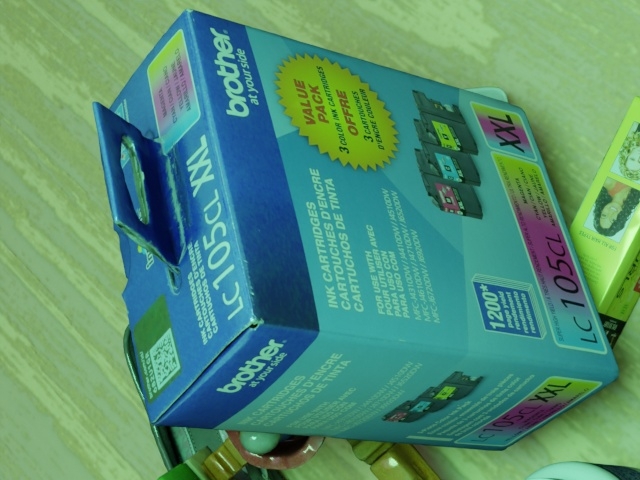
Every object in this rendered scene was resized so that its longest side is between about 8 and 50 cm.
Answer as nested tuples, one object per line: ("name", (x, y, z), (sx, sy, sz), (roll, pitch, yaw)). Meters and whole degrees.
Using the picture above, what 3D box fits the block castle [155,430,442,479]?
("block castle", (-0.078, 0.331, 1.134), (0.453, 0.213, 0.303), (-43, 83, 18))

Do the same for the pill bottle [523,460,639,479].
("pill bottle", (0.203, 0.225, 1.053), (0.112, 0.187, 0.112), (-7, 76, 30))

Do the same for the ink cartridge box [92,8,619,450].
("ink cartridge box", (0.000, 0.000, 1.015), (0.151, 0.395, 0.270), (-46, 47, 40))

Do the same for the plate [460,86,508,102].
("plate", (0.049, 0.006, 1.278), (0.278, 0.045, 0.277), (-3, 78, 31))

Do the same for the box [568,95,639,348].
("box", (0.242, 0.004, 1.136), (0.058, 0.087, 0.232), (28, 94, 31))

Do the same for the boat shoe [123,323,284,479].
("boat shoe", (-0.103, 0.216, 1.298), (0.112, 0.095, 0.335), (-36, 64, 21))
